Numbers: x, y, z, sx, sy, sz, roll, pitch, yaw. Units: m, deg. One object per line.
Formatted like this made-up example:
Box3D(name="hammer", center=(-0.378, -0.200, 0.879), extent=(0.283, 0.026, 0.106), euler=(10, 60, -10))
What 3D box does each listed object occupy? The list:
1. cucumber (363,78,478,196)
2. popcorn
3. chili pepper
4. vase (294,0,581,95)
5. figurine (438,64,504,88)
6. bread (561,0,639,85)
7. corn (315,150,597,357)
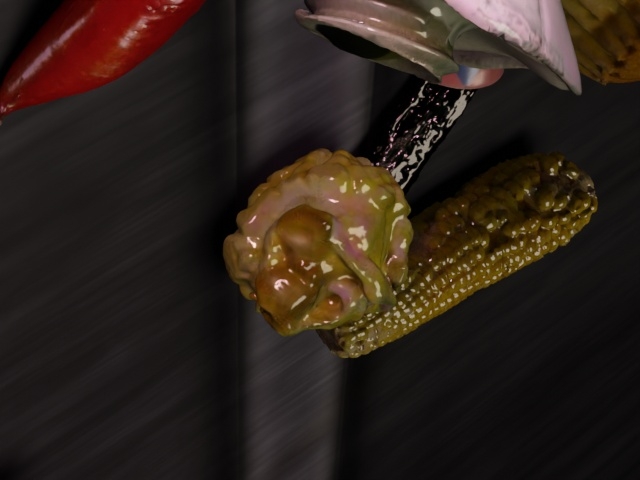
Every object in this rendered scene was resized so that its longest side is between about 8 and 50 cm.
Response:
Box3D(name="cucumber", center=(0.073, -0.082, 1.354), extent=(0.181, 0.053, 0.053), euler=(-53, 155, 7))
Box3D(name="popcorn", center=(0.000, 0.000, 1.284), extent=(0.145, 0.126, 0.125), euler=(-27, 126, -7))
Box3D(name="chili pepper", center=(-0.074, -0.206, 0.897), extent=(0.137, 0.092, 0.368), euler=(-8, 133, -33))
Box3D(name="vase", center=(0.106, -0.291, 0.781), extent=(0.250, 0.250, 0.445), euler=(21, 91, -64))
Box3D(name="figurine", center=(0.121, -0.228, 1.099), extent=(0.275, 0.161, 0.158), euler=(-55, 169, 26))
Box3D(name="bread", center=(0.253, -0.225, 1.258), extent=(0.227, 0.142, 0.253), euler=(-52, 170, 25))
Box3D(name="corn", center=(0.120, 0.008, 1.507), extent=(0.320, 0.097, 0.097), euler=(-29, 150, -31))
